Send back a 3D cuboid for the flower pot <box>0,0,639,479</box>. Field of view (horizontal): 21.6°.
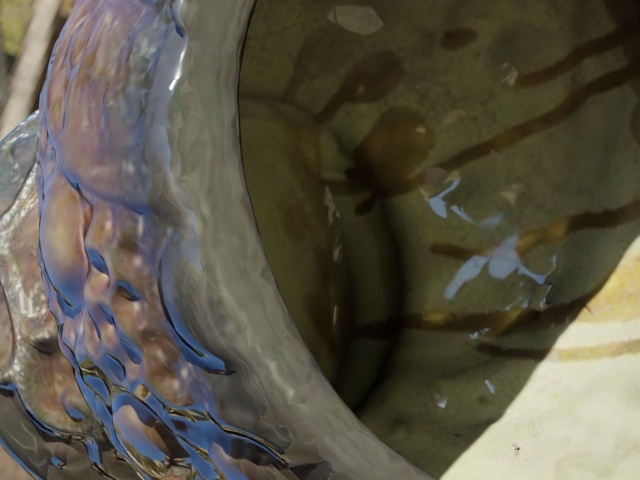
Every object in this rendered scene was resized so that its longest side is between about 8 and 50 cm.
[{"bbox_3d":[0.000,0.000,0.603,0.267,0.266,0.266,-19,41,57],"label":"flower pot"}]

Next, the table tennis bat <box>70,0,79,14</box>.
[{"bbox_3d":[-0.112,-0.140,0.928,0.220,0.019,0.130,-51,29,44],"label":"table tennis bat"}]
